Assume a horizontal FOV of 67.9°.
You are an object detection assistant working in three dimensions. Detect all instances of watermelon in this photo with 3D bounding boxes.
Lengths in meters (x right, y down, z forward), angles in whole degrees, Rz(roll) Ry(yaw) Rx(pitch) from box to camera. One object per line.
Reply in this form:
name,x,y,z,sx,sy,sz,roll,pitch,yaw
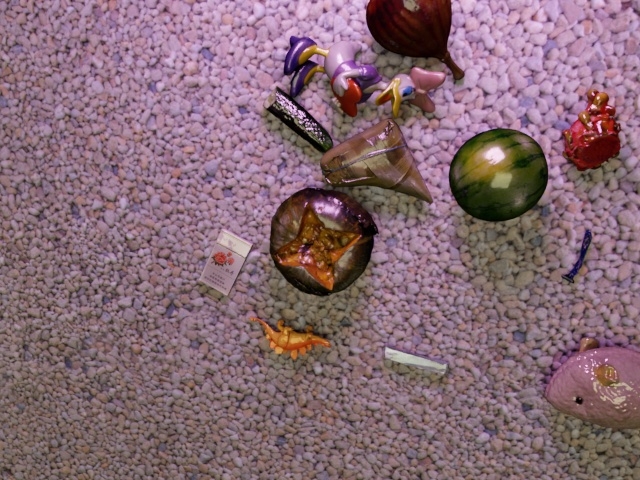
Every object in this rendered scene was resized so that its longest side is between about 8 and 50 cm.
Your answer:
watermelon,0.456,-0.167,1.226,0.243,0.242,0.242,2,104,9

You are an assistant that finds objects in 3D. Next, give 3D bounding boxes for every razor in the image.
razor,0.732,0.044,1.341,0.028,0.044,0.154,10,105,-24

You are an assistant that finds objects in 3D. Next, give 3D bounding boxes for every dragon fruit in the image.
dragon fruit,0.697,-0.282,1.217,0.134,0.150,0.207,-3,98,-19

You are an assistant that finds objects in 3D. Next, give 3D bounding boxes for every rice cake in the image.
rice cake,0.298,0.376,1.494,0.211,0.034,0.043,15,97,6

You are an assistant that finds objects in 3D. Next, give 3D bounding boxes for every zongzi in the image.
zongzi,0.153,-0.170,1.340,0.251,0.125,0.274,-27,104,14

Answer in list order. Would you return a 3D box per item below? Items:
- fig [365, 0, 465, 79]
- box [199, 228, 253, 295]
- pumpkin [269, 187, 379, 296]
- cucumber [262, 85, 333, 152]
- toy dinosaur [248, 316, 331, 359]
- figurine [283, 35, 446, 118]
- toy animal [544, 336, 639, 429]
fig,0.275,-0.535,1.207,0.321,0.217,0.217,36,108,-21
box,-0.304,0.070,1.524,0.109,0.029,0.198,29,108,2
pumpkin,0.000,0.000,1.369,0.321,0.192,0.320,2,106,8
cucumber,-0.057,-0.340,1.357,0.241,0.074,0.074,39,107,-3
toy dinosaur,-0.106,0.322,1.536,0.289,0.070,0.117,10,106,12
figurine,0.107,-0.431,1.272,0.421,0.154,0.193,27,70,10
toy animal,0.834,0.411,1.332,0.359,0.188,0.226,2,108,9
